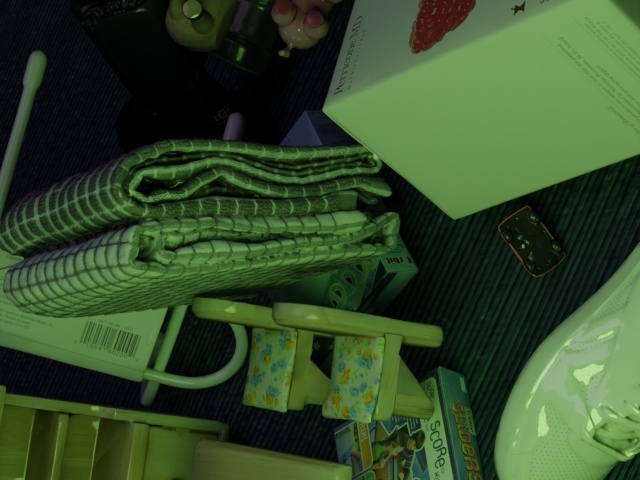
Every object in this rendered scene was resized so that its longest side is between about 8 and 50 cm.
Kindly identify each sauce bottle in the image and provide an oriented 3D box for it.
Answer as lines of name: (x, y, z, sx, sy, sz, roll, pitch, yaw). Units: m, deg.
sauce bottle: (-0.020, -0.335, 1.944, 0.111, 0.111, 0.344, 30, 96, 51)

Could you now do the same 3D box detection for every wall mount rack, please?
wall mount rack: (-0.223, 0.000, 1.877, 0.130, 0.350, 0.304, -91, 20, -60)

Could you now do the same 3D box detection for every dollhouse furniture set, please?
dollhouse furniture set: (-0.126, 0.228, 1.648, 0.394, 0.256, 0.362, 1, 82, 56)

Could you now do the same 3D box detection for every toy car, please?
toy car: (0.200, -0.027, 1.627, 0.122, 0.060, 0.040, -53, -6, -7)

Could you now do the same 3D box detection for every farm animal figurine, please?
farm animal figurine: (0.002, -0.316, 1.810, 0.330, 0.172, 0.326, -11, 75, 0)

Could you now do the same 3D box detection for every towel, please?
towel: (-0.104, -0.017, 1.632, 0.235, 0.284, 0.121, -19, 80, 53)

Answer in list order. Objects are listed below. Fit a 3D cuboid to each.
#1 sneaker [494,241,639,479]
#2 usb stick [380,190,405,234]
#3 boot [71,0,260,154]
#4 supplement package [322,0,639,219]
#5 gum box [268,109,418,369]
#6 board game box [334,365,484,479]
sneaker: (0.250, 0.113, 1.421, 0.292, 0.108, 0.169, -56, 30, 13)
usb stick: (-0.021, -0.033, 1.860, 0.278, 0.045, 0.077, 17, 90, 50)
boot: (-0.182, -0.182, 1.966, 0.094, 0.207, 0.246, -43, 25, -20)
supplement package: (0.176, -0.166, 1.564, 0.293, 0.175, 0.177, -21, 42, 42)
gum box: (0.000, 0.000, 1.762, 0.157, 0.041, 0.184, -52, 53, 40)
board game box: (0.081, 0.226, 1.634, 0.136, 0.035, 0.201, -33, 51, 36)
